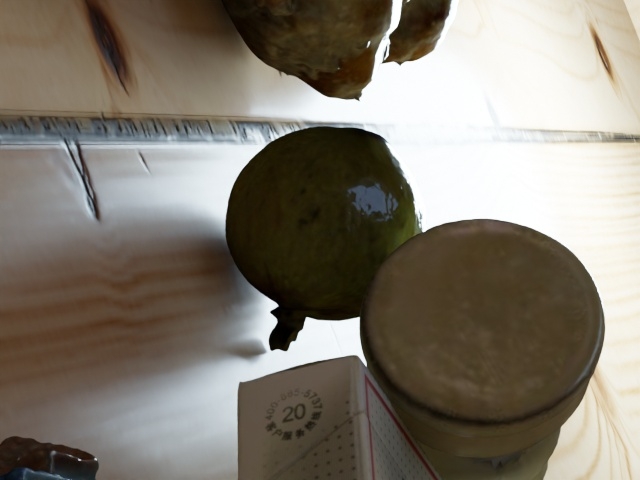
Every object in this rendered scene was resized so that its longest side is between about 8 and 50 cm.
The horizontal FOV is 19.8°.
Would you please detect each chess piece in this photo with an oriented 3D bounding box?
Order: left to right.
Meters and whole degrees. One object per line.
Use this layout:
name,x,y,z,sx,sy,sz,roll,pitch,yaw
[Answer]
chess piece,0.117,0.118,1.366,0.299,0.167,0.167,84,-4,-63

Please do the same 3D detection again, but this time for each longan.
longan,0.000,0.000,1.337,0.155,0.145,0.176,25,85,-28

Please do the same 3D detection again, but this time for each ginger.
ginger,0.014,-0.243,1.544,0.375,0.176,0.256,-46,127,-66

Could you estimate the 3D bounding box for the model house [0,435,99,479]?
model house,-0.145,0.147,0.911,0.148,0.119,0.148,54,25,-11

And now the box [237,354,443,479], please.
box,0.030,0.267,1.161,0.210,0.095,0.330,57,24,-48
